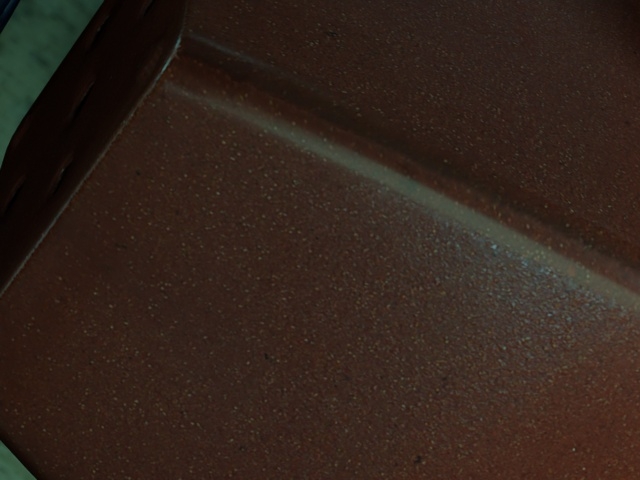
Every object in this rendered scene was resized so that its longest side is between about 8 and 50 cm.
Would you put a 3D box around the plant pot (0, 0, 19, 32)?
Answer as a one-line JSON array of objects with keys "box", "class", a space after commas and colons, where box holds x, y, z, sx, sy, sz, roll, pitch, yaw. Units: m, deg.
[{"box": [-0.244, -0.118, 0.771, 0.236, 0.212, 0.236, 30, 142, -10], "class": "plant pot"}]

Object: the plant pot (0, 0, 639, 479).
[{"box": [0.000, 0.000, 0.802, 0.236, 0.267, 0.267, 29, 121, -18], "class": "plant pot"}]
